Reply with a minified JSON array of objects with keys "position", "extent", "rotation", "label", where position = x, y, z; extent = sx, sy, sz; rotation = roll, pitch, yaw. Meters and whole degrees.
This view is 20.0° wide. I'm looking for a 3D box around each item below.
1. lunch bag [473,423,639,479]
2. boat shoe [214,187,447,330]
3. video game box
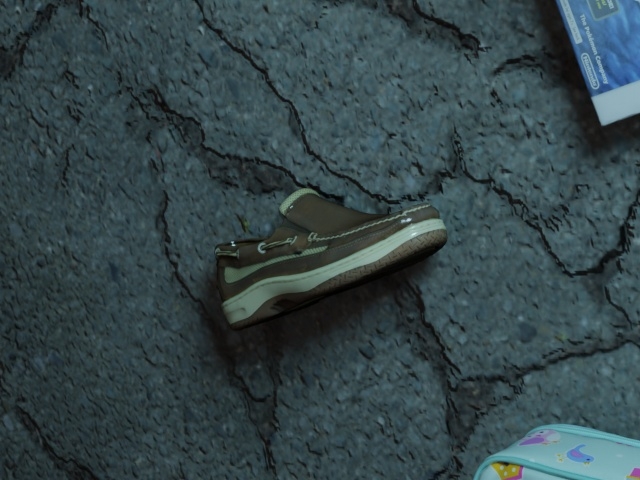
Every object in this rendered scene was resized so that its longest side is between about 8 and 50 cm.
[{"position":[0.236,0.296,1.439],"extent":[0.224,0.108,0.279],"rotation":[7,110,34],"label":"lunch bag"},{"position":[-0.005,0.001,1.544],"extent":[0.257,0.095,0.095],"rotation":[-23,84,41],"label":"boat shoe"},{"position":[0.251,-0.204,1.299],"extent":[0.187,0.048,0.205],"rotation":[-20,92,38],"label":"video game box"}]
